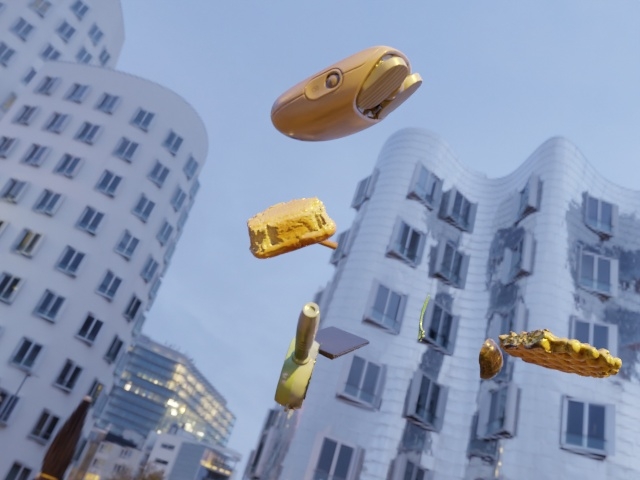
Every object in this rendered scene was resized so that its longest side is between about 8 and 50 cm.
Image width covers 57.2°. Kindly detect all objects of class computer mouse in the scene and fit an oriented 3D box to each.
[{"bbox_3d":[0.036,-0.213,0.906,0.236,0.082,0.145,-19,-12,24],"label":"computer mouse"}]

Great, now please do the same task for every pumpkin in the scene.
[{"bbox_3d":[0.283,0.199,0.965,0.028,0.050,0.083,20,-34,44],"label":"pumpkin"}]

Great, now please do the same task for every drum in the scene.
[{"bbox_3d":[-0.023,0.161,0.917,0.049,0.130,0.253,17,-53,3],"label":"drum"}]

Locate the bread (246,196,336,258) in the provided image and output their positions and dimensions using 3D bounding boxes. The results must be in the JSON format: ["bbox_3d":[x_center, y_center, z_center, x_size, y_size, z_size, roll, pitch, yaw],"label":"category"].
[{"bbox_3d":[-0.082,-0.034,1.595,0.245,0.174,0.121,-16,-66,-7],"label":"bread"}]

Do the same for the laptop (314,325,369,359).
[{"bbox_3d":[0.033,0.279,1.616,0.135,0.016,0.197,19,13,32],"label":"laptop"}]

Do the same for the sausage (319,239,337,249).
[{"bbox_3d":[0.000,0.000,1.874,0.116,0.026,0.026,21,-31,-15],"label":"sausage"}]

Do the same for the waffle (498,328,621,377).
[{"bbox_3d":[0.628,0.301,1.559,0.307,0.060,0.312,14,-17,18],"label":"waffle"}]

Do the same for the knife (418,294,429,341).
[{"bbox_3d":[0.354,0.262,2.018,0.022,0.166,0.078,14,-23,-1],"label":"knife"}]
